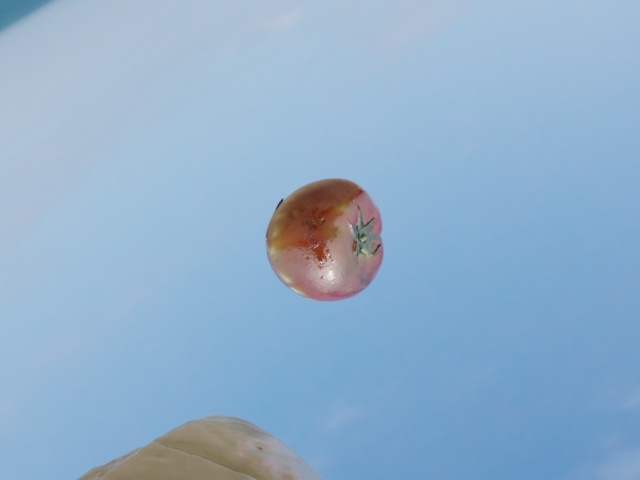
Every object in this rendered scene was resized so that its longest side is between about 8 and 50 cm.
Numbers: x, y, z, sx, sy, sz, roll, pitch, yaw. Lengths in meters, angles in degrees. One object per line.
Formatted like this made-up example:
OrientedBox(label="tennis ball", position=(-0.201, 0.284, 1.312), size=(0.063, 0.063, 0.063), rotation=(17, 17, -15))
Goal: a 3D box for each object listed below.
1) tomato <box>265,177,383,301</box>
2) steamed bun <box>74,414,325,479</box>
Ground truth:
OrientedBox(label="tomato", position=(0.000, 0.000, 1.012), size=(0.075, 0.087, 0.087), rotation=(3, -150, 32))
OrientedBox(label="steamed bun", position=(-0.079, 0.217, 0.579), size=(0.236, 0.247, 0.383), rotation=(-51, 170, 36))
